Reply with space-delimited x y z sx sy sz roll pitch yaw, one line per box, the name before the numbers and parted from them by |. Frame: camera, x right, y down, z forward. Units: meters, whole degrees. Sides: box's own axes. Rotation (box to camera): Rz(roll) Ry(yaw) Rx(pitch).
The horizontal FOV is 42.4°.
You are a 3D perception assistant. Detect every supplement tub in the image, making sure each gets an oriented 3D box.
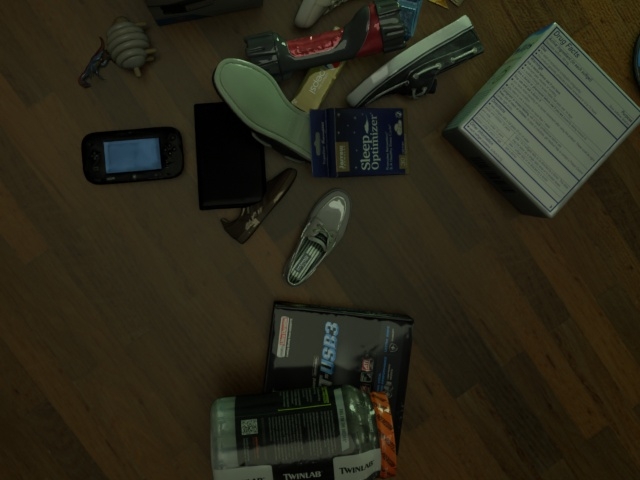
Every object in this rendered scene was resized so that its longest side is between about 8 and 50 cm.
supplement tub | -0.034 0.387 1.575 0.337 0.207 0.207 -6 95 -2

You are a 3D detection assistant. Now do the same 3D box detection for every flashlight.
flashlight | 0.007 -0.386 1.582 0.303 0.103 0.103 -10 64 2

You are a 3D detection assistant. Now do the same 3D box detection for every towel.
towel | 0.170 -0.474 1.685 0.067 0.029 0.120 15 93 -6

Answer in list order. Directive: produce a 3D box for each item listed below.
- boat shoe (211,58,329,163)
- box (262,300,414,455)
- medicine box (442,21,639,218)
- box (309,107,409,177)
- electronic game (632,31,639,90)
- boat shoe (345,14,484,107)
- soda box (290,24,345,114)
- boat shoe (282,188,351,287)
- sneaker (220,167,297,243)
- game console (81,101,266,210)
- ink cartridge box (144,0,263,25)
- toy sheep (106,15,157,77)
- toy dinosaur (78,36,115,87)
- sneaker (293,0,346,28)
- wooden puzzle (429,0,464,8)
boat shoe | -0.100 -0.237 1.594 0.302 0.091 0.114 38 69 -30
box | 0.030 0.286 1.711 0.293 0.073 0.296 7 93 -7
medicine box | 0.446 -0.237 1.669 0.263 0.149 0.289 43 89 -7
box | 0.081 -0.195 1.645 0.225 0.036 0.137 -6 96 -33
electronic game | 0.768 -0.379 1.740 0.229 0.048 0.229 0 94 -6
boat shoe | 0.194 -0.335 1.666 0.301 0.108 0.102 -33 95 -9
soda box | 0.005 -0.336 1.663 0.058 0.061 0.181 29 91 -6
boat shoe | 0.000 0.000 1.682 0.083 0.076 0.226 27 91 -7
sneaker | -0.125 -0.084 1.669 0.071 0.066 0.188 39 89 -2
game console | -0.291 -0.160 1.640 0.361 0.044 0.213 -5 81 -1
ink cartridge box | -0.219 -0.499 1.506 0.223 0.307 0.129 -11 95 -4
toy sheep | -0.372 -0.379 1.614 0.091 0.091 0.132 -22 78 -3
toy dinosaur | -0.450 -0.344 1.643 0.082 0.047 0.090 -28 63 6
sneaker | 0.069 -0.516 1.633 0.123 0.106 0.290 40 89 -4
wooden puzzle | 0.278 -0.528 1.699 0.078 0.014 0.116 31 91 -7
